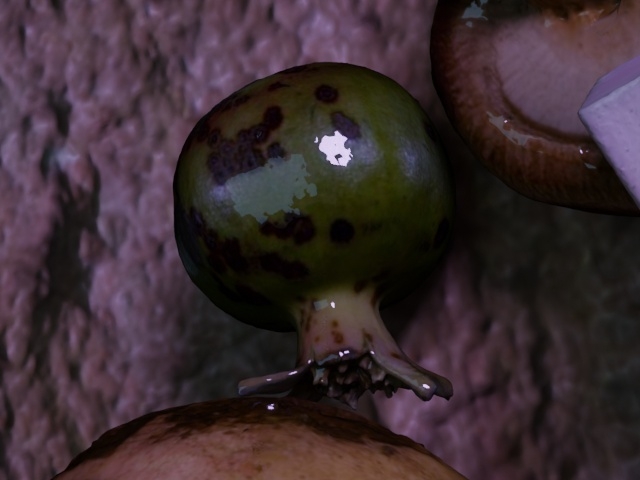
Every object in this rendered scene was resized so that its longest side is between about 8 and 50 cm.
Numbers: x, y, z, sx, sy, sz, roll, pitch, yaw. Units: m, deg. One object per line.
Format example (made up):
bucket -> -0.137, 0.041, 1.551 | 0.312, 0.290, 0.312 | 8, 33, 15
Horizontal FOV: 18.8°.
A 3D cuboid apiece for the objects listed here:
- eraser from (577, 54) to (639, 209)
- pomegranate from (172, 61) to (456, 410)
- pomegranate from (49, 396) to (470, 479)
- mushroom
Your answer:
eraser -> 0.231, 0.031, 0.754 | 0.130, 0.086, 0.287 | -30, 97, 24
pomegranate -> -0.001, 0.000, 0.942 | 0.148, 0.148, 0.169 | -7, 85, 34
pomegranate -> -0.035, 0.229, 0.865 | 0.322, 0.322, 0.322 | 0, 90, 34
mushroom -> 0.146, -0.123, 0.856 | 0.194, 0.138, 0.231 | 28, 118, 15
